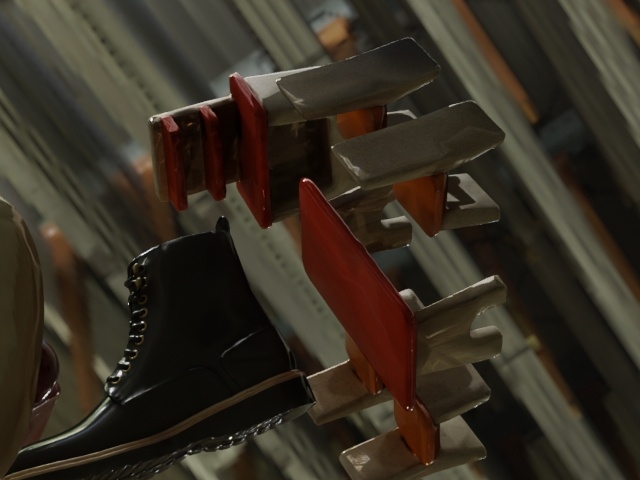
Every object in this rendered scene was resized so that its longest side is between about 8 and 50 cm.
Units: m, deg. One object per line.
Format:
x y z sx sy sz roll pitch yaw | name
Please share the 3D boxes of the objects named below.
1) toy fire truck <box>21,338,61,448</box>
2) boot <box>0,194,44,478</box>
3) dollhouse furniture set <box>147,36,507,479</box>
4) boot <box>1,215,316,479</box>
-0.279 0.174 1.058 0.169 0.254 0.302 47 -150 8 | toy fire truck
-0.260 0.008 0.837 0.104 0.211 0.295 11 -116 -53 | boot
0.000 0.000 1.012 0.259 0.135 0.262 -127 26 -45 | dollhouse furniture set
-0.118 0.075 0.970 0.137 0.198 0.077 66 153 13 | boot
